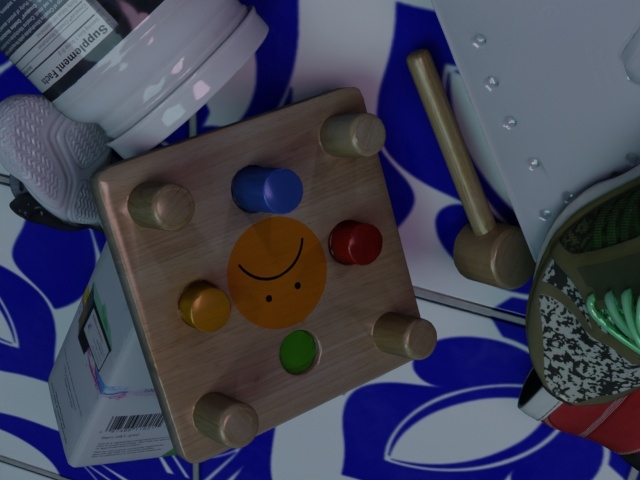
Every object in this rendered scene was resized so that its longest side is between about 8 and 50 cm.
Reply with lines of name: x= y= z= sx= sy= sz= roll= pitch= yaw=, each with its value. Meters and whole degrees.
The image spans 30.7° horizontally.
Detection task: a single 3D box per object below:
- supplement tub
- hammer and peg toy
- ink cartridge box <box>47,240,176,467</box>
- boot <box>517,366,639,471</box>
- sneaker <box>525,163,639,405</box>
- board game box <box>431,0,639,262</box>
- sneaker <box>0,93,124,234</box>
supplement tub: x=-0.193 y=-0.219 z=0.949 sx=0.191 sy=0.191 sz=0.272 roll=-30 pitch=111 yaw=38
hammer and peg toy: x=0.000 y=0.000 z=1.001 sx=0.127 sy=0.361 sz=0.266 roll=7 pitch=117 yaw=59
ink cartridge box: x=-0.135 y=0.100 z=1.166 sx=0.201 sy=0.117 sz=0.278 roll=-1 pitch=141 yaw=-31
boot: x=0.316 y=0.126 z=1.078 sx=0.176 sy=0.088 sz=0.244 roll=29 pitch=140 yaw=-1
sneaker: x=0.251 y=0.030 z=0.832 sx=0.158 sy=0.182 sz=0.410 roll=30 pitch=140 yaw=1
board game box: x=0.284 y=-0.144 z=0.817 sx=0.389 sy=0.050 sz=0.390 roll=-4 pitch=128 yaw=33
sneaker: x=-0.254 y=-0.063 z=1.106 sx=0.153 sy=0.101 sz=0.268 roll=9 pitch=166 yaw=28
